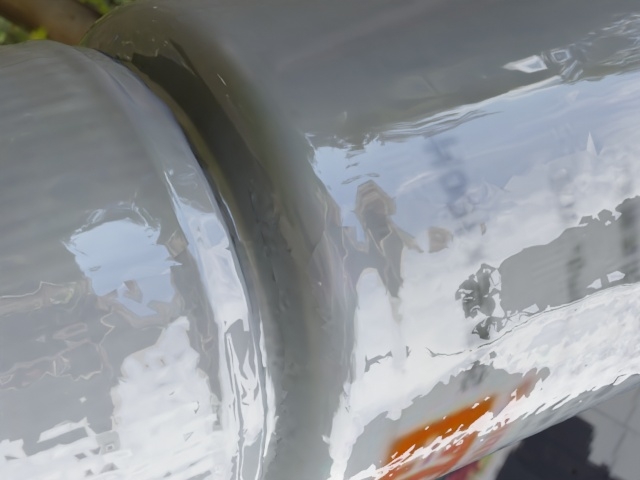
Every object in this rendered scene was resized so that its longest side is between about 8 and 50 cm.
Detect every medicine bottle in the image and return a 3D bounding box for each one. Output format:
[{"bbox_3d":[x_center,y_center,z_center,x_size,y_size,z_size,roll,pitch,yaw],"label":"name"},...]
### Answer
[{"bbox_3d":[0.000,0.000,0.525,0.371,0.211,0.211,-18,157,-31],"label":"medicine bottle"}]
